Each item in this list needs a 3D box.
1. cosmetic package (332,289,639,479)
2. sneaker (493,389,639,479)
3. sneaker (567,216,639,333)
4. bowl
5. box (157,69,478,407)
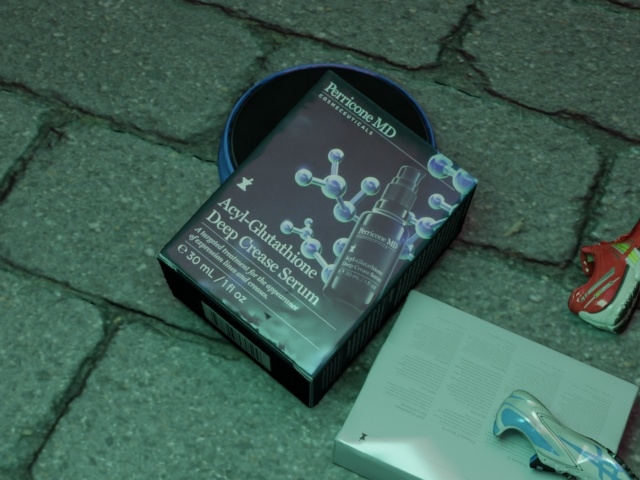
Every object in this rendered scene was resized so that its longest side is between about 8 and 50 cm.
[{"bbox_3d":[0.245,0.274,1.689,0.377,0.097,0.284,24,57,12],"label":"cosmetic package"},{"bbox_3d":[0.348,0.303,1.583,0.237,0.085,0.086,34,88,13],"label":"sneaker"},{"bbox_3d":[0.491,0.023,1.871,0.118,0.107,0.279,22,55,22],"label":"sneaker"},{"bbox_3d":[0.016,-0.152,1.975,0.391,0.077,0.391,1,57,-2],"label":"bowl"},{"bbox_3d":[0.000,0.000,1.728,0.293,0.212,0.395,38,74,12],"label":"box"}]
